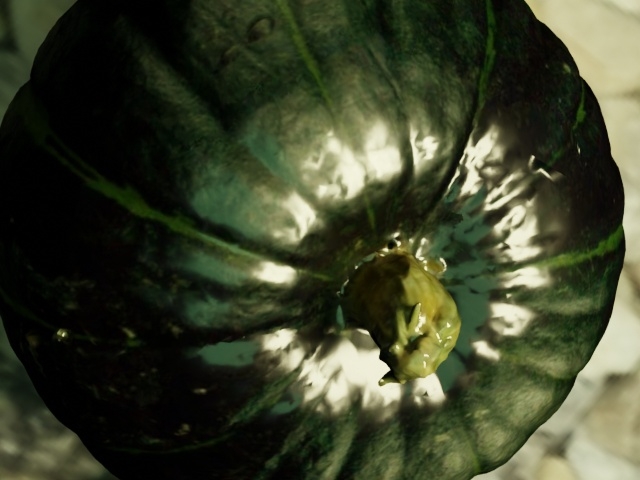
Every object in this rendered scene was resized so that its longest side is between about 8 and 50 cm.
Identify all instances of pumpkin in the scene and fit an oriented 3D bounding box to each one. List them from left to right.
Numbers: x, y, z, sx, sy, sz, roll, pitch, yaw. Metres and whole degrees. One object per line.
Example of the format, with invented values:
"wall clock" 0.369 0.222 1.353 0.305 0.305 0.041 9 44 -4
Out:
"pumpkin" 0.000 0.000 0.610 0.250 0.216 0.249 -9 114 -21
